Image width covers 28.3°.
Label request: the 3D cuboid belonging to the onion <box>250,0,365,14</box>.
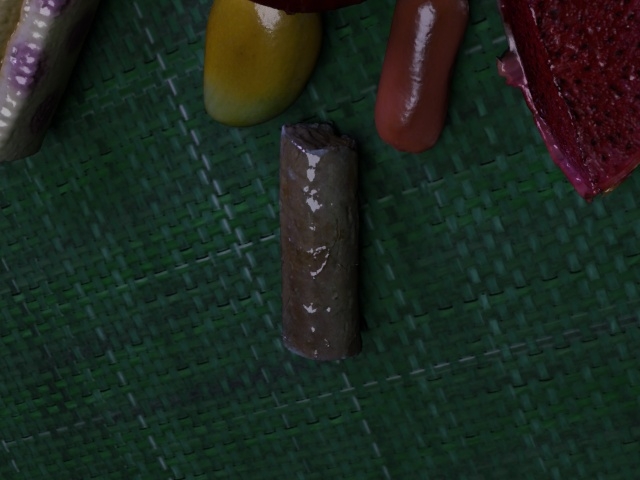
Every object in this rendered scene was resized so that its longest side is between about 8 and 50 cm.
[{"bbox_3d":[-0.013,-0.348,1.176,0.276,0.276,0.276,8,113,20],"label":"onion"}]

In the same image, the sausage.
[{"bbox_3d":[0.101,-0.179,1.283,0.077,0.077,0.194,19,118,15],"label":"sausage"}]

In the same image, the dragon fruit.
[{"bbox_3d":[0.247,-0.179,1.203,0.126,0.161,0.274,-21,89,-6],"label":"dragon fruit"}]

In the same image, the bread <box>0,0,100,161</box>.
[{"bbox_3d":[-0.338,-0.265,1.388,0.187,0.155,0.338,29,116,1],"label":"bread"}]

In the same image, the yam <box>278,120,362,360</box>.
[{"bbox_3d":[0.000,0.000,1.385,0.093,0.093,0.259,7,112,20],"label":"yam"}]

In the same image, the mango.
[{"bbox_3d":[-0.066,-0.202,1.333,0.130,0.092,0.195,38,124,4],"label":"mango"}]
